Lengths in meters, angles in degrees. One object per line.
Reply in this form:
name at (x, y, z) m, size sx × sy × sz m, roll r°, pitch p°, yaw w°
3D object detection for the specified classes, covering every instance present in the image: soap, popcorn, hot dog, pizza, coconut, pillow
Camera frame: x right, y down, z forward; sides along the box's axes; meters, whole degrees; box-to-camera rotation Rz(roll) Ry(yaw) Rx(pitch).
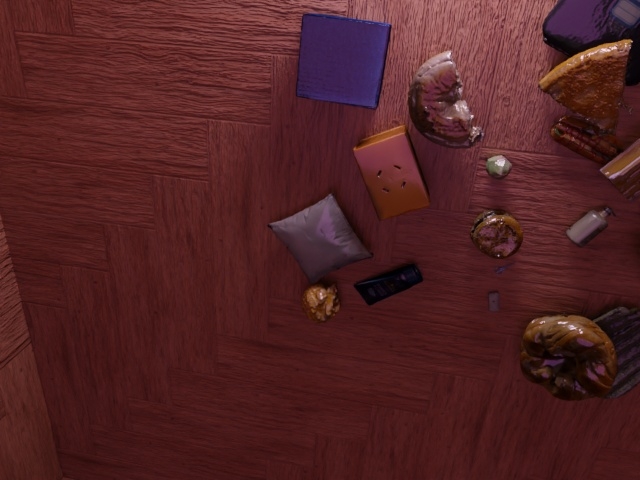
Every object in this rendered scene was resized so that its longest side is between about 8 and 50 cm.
soap at (1.054, -0.260, 1.631) m, size 0.173 × 0.089 × 0.274 m, roll 28°, pitch 121°, yaw -35°
popcorn at (0.005, 0.252, 2.101) m, size 0.170 × 0.180 × 0.180 m, roll 5°, pitch 119°, yaw 35°
hot dog at (0.877, -0.321, 1.677) m, size 0.250 × 0.076 × 0.104 m, roll 29°, pitch 117°, yaw -1°
pizza at (0.831, -0.441, 1.579) m, size 0.280 × 0.075 × 0.287 m, roll -11°, pitch 122°, yaw 42°
coconut at (0.611, -0.247, 1.765) m, size 0.083 × 0.082 × 0.081 m, roll -1°, pitch 111°, yaw 14°
pillow at (0.000, 0.000, 1.996) m, size 0.312 × 0.119 × 0.310 m, roll -27°, pitch 111°, yaw 24°

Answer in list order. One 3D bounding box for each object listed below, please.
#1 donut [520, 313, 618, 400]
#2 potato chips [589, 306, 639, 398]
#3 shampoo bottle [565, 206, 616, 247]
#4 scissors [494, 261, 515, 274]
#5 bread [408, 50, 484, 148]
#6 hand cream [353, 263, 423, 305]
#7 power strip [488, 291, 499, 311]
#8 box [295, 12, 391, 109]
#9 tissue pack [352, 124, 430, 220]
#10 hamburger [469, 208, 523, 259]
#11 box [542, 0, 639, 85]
donut at (0.927, 0.437, 1.940) m, size 0.360 × 0.170 × 0.360 m, roll 19°, pitch 125°, yaw 29°
potato chips at (1.134, 0.431, 1.991) m, size 0.358 × 0.070 × 0.429 m, roll 37°, pitch 117°, yaw -7°
shampoo bottle at (0.940, -0.054, 1.790) m, size 0.079 × 0.079 × 0.162 m, roll 37°, pitch 117°, yaw -7°
scissors at (0.703, 0.102, 1.958) m, size 0.083 × 0.006 × 0.036 m, roll -32°, pitch 107°, yaw 24°
bread at (0.388, -0.432, 1.673) m, size 0.192 × 0.171 × 0.314 m, roll -20°, pitch 109°, yaw 23°
hand cream at (0.273, 0.175, 2.066) m, size 0.271 × 0.061 × 0.120 m, roll -26°, pitch 113°, yaw 30°
power strip at (0.681, 0.239, 2.024) m, size 0.040 × 0.016 × 0.090 m, roll -5°, pitch 115°, yaw 14°
box at (0.074, -0.590, 1.694) m, size 0.279 × 0.116 × 0.261 m, roll 11°, pitch 116°, yaw 7°
tissue pack at (0.257, -0.239, 1.812) m, size 0.195 × 0.145 × 0.274 m, roll -15°, pitch 112°, yaw 20°
hamburger at (0.627, -0.025, 1.853) m, size 0.177 × 0.113 × 0.185 m, roll -23°, pitch 109°, yaw 22°
box at (0.878, -0.672, 1.498) m, size 0.359 × 0.091 × 0.350 m, roll 28°, pitch 119°, yaw -3°
